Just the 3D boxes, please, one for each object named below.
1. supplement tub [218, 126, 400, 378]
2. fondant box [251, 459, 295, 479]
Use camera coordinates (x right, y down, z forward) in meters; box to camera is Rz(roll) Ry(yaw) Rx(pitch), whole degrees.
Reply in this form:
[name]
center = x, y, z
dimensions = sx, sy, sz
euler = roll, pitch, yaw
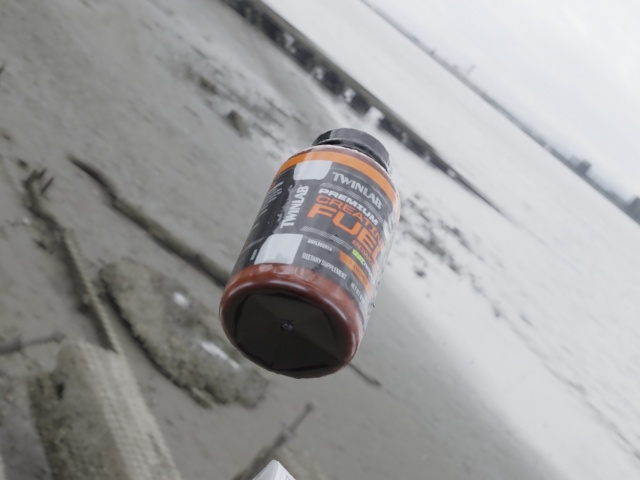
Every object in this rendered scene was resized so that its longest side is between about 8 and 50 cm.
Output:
[supplement tub]
center = 0.000, 0.000, 0.889
dimensions = 0.106, 0.106, 0.198
euler = 36, 43, -16
[fondant box]
center = -0.083, 0.233, 0.462
dimensions = 0.096, 0.238, 0.330
euler = 46, 3, 1
